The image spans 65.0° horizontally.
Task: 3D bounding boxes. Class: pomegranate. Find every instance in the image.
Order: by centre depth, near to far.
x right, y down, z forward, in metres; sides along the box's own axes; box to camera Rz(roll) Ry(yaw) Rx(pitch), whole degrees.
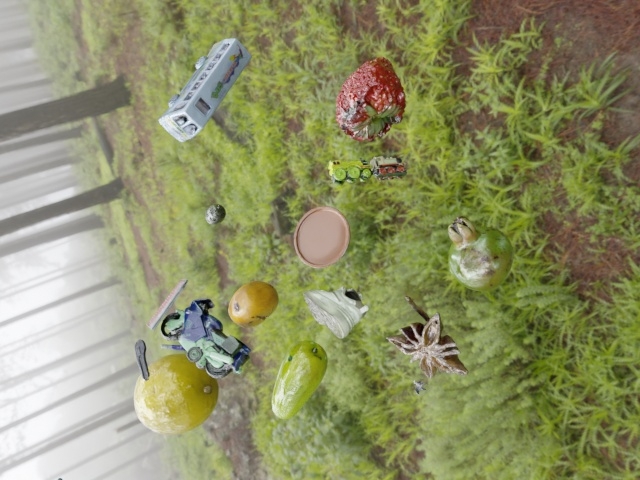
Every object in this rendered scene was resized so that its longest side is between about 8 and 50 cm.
[{"bbox_3d":[0.474,0.046,1.488,0.159,0.190,0.241,-66,-27,-52],"label":"pomegranate"}]

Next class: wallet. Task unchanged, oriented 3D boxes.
[{"bbox_3d":[-0.517,0.213,1.700,0.020,0.196,0.103,39,162,-22],"label":"wallet"}]

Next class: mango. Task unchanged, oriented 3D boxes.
[{"bbox_3d":[-0.077,0.459,1.636,0.143,0.175,0.293,28,106,8],"label":"mango"},{"bbox_3d":[-0.217,0.221,1.722,0.120,0.177,0.295,44,-177,16],"label":"mango"}]

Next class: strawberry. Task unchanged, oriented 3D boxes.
[{"bbox_3d":[0.166,-0.495,1.734,0.261,0.261,0.257,104,149,-60],"label":"strawberry"}]

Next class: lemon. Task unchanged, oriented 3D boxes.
[{"bbox_3d":[-0.594,0.635,2.083,0.348,0.348,0.348,53,156,36],"label":"lemon"}]

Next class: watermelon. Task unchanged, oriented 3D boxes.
[{"bbox_3d":[-0.417,-0.105,2.002,0.078,0.078,0.111,64,149,9],"label":"watermelon"}]

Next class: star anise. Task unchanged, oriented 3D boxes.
[{"bbox_3d":[0.391,0.365,1.822,0.349,0.109,0.292,41,128,5],"label":"star anise"}]

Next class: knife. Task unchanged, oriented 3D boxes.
[{"bbox_3d":[-0.481,0.325,1.361,0.018,0.031,0.121,91,157,-61],"label":"knife"}]

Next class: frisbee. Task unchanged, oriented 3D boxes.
[{"bbox_3d":[0.006,-0.014,1.991,0.251,0.251,0.021,58,-162,25],"label":"frisbee"}]

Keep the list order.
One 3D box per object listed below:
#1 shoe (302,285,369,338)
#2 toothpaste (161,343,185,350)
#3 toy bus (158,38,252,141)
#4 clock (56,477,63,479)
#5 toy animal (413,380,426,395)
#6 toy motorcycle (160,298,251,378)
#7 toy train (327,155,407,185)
[{"bbox_3d":[0.058,0.209,1.659,0.124,0.159,0.316,65,166,-21],"label":"shoe"},{"bbox_3d":[-0.514,0.373,1.757,0.015,0.083,0.024,-104,25,-63],"label":"toothpaste"},{"bbox_3d":[-0.329,-0.443,1.467,0.136,0.329,0.109,3,148,46],"label":"toy bus"},{"bbox_3d":[-0.685,0.766,1.282,0.223,0.274,0.094,34,150,-29],"label":"clock"},{"bbox_3d":[0.352,0.516,1.787,0.050,0.028,0.084,63,-156,-5],"label":"toy animal"},{"bbox_3d":[-0.376,0.314,1.667,0.331,0.196,0.125,30,159,25],"label":"toy motorcycle"},{"bbox_3d":[0.150,-0.221,1.562,0.053,0.250,0.085,120,141,-67],"label":"toy train"}]
